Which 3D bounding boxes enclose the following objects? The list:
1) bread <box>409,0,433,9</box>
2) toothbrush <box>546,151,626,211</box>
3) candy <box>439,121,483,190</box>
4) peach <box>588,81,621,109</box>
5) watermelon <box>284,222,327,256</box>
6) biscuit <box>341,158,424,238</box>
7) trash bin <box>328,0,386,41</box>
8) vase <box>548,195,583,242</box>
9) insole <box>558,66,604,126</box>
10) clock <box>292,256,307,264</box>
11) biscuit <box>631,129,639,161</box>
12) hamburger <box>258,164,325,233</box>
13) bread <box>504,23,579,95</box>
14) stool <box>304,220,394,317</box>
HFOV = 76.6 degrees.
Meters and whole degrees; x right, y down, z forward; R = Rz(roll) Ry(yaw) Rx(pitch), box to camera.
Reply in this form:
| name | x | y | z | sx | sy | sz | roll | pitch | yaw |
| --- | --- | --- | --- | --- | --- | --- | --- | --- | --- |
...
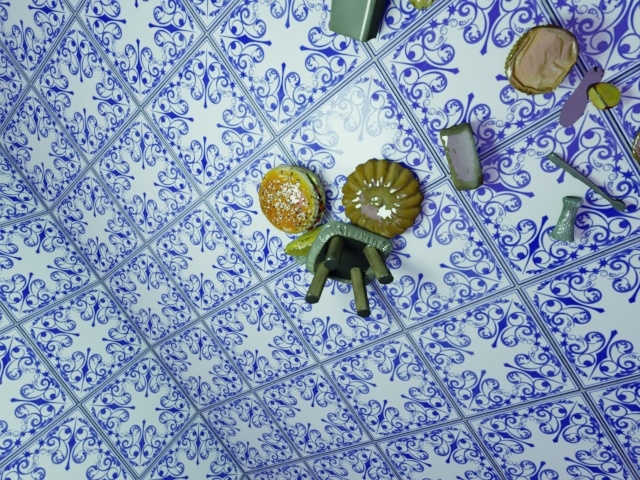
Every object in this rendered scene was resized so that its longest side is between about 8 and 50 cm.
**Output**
| name | x | y | z | sx | sy | sz | roll | pitch | yaw |
| --- | --- | --- | --- | --- | --- | --- | --- | --- | --- |
| bread | 0.238 | -0.893 | 1.285 | 0.367 | 0.084 | 0.077 | 51 | 161 | -4 |
| toothbrush | 0.870 | -0.195 | 1.328 | 0.297 | 0.030 | 0.030 | 39 | 138 | 6 |
| candy | 0.493 | -0.287 | 1.405 | 0.104 | 0.102 | 0.233 | -13 | 103 | 26 |
| peach | 0.852 | -0.434 | 1.226 | 0.084 | 0.050 | 0.077 | 18 | 91 | 3 |
| watermelon | 0.000 | 0.000 | 1.706 | 0.302 | 0.129 | 0.122 | -19 | 98 | 21 |
| biscuit | 0.228 | -0.155 | 1.572 | 0.326 | 0.107 | 0.325 | 9 | 112 | 23 |
| trash bin | 0.129 | -0.793 | 1.307 | 0.164 | 0.122 | 0.240 | 29 | 137 | 19 |
| vase | 0.833 | -0.075 | 1.365 | 0.081 | 0.081 | 0.148 | 12 | 111 | 18 |
| insole | 0.811 | -0.446 | 1.266 | 0.064 | 0.004 | 0.188 | 27 | 118 | 10 |
| clock | -0.090 | 0.070 | 1.842 | 0.074 | 0.010 | 0.083 | 34 | 118 | 7 |
| biscuit | 1.096 | -0.284 | 1.192 | 0.291 | 0.041 | 0.208 | 2 | 112 | 22 |
| hamburger | -0.117 | -0.170 | 1.664 | 0.301 | 0.176 | 0.299 | 9 | 114 | 21 |
| bread | 0.664 | -0.547 | 1.232 | 0.200 | 0.104 | 0.198 | 8 | 117 | 17 |
| stool | 0.106 | 0.120 | 1.595 | 0.311 | 0.226 | 0.310 | 17 | 132 | -10 |
